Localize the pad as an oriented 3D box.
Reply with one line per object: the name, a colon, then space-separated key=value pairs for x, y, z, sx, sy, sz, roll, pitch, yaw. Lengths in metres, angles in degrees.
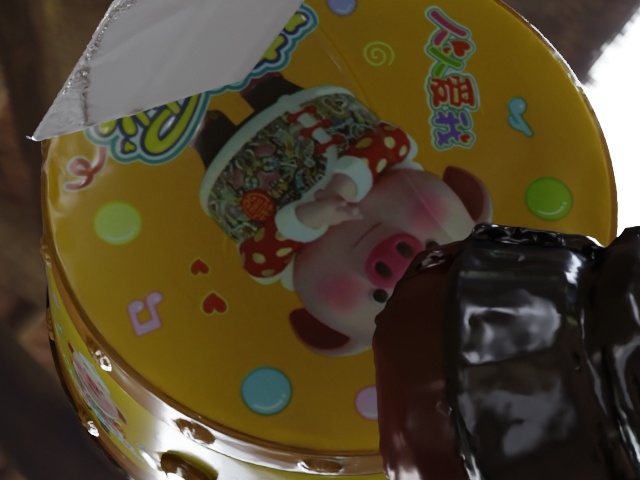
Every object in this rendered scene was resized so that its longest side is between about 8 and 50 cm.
pad: x=-0.039 y=-0.128 z=0.827 sx=0.156 sy=0.004 sz=0.232 roll=-21 pitch=-18 yaw=-42

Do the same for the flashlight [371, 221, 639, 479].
flashlight: x=0.131 y=0.023 z=0.426 sx=0.232 sy=0.093 sz=0.093 roll=-13 pitch=-6 yaw=23

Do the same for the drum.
drum: x=0.000 y=0.000 z=1.285 sx=0.431 sy=0.431 sz=0.214 roll=-41 pitch=-14 yaw=-21
